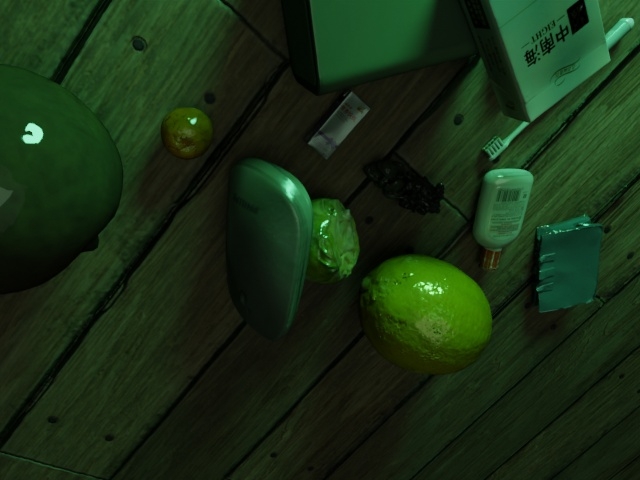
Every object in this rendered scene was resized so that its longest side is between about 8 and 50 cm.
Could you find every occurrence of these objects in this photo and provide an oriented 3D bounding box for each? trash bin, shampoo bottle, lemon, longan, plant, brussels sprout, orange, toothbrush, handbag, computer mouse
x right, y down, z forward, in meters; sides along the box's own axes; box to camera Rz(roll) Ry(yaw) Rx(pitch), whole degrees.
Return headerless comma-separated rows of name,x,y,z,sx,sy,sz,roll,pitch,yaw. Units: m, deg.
trash bin,0.120,-0.365,0.666,0.344,0.158,0.222,-17,121,-12
shampoo bottle,0.369,-0.038,0.961,0.108,0.051,0.220,-5,119,-13
lemon,0.204,0.145,0.913,0.264,0.236,0.235,7,117,3
longan,-0.412,-0.070,0.604,0.298,0.297,0.296,-6,118,-12
plant,0.160,-0.099,0.863,0.174,0.087,0.085,26,133,-21
brussels sprout,-0.004,0.003,0.845,0.122,0.151,0.149,-2,152,26
orange,-0.209,-0.169,0.728,0.084,0.070,0.083,-6,134,-6
toothbrush,0.441,-0.280,0.869,0.342,0.025,0.030,-44,117,11
handbag,0.561,0.058,1.064,0.144,0.057,0.220,-13,120,-4
computer mouse,-0.106,0.021,0.790,0.095,0.197,0.330,-18,125,-40

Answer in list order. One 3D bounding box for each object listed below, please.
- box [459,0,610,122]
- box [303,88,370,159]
box,0.292,-0.305,0.634,0.155,0.067,0.242,-36,124,2
box,0.027,-0.199,0.793,0.051,0.036,0.117,34,104,-28
